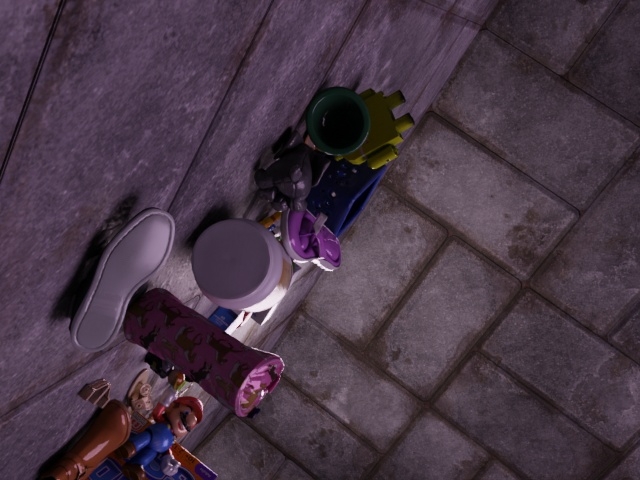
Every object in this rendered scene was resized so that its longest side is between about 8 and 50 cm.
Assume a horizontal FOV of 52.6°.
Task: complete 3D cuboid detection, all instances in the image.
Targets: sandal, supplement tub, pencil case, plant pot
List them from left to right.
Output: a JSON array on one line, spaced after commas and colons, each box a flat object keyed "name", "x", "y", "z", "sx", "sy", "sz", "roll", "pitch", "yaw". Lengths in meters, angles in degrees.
[{"name": "sandal", "x": -0.546, "y": 0.493, "z": 1.976, "sx": 0.240, "sy": 0.079, "sz": 0.088, "roll": -59, "pitch": 170, "yaw": 28}, {"name": "pencil case", "x": -0.275, "y": 0.248, "z": 1.488, "sx": 0.160, "sy": 0.385, "sz": 0.167, "roll": -41, "pitch": 147, "yaw": -41}, {"name": "supplement tub", "x": -0.199, "y": 0.067, "z": 1.678, "sx": 0.228, "sy": 0.228, "sz": 0.316, "roll": -53, "pitch": 171, "yaw": -4}, {"name": "sandal", "x": -0.002, "y": -0.015, "z": 1.866, "sx": 0.102, "sy": 0.170, "sz": 0.416, "roll": -12, "pitch": 167, "yaw": 18}, {"name": "plant pot", "x": 0.042, "y": -0.172, "z": 2.085, "sx": 0.236, "sy": 0.212, "sz": 0.236, "roll": -45, "pitch": 168, "yaw": -40}]

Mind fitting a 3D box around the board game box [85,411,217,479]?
[{"name": "board game box", "x": -0.615, "y": 0.846, "z": 2.055, "sx": 0.357, "sy": 0.356, "sz": 0.356, "roll": -60, "pitch": 170, "yaw": 33}]

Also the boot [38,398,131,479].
[{"name": "boot", "x": -0.645, "y": 0.569, "z": 1.746, "sx": 0.283, "sy": 0.109, "sz": 0.220, "roll": -50, "pitch": 170, "yaw": 24}]

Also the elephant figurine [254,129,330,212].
[{"name": "elephant figurine", "x": -0.062, "y": -0.205, "z": 1.708, "sx": 0.240, "sy": 0.185, "sz": 0.169, "roll": -60, "pitch": 143, "yaw": -34}]

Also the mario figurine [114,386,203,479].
[{"name": "mario figurine", "x": -0.471, "y": 0.593, "z": 2.010, "sx": 0.320, "sy": 0.170, "sz": 0.198, "roll": -37, "pitch": 149, "yaw": -52}]

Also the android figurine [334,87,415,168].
[{"name": "android figurine", "x": 0.145, "y": -0.336, "z": 1.956, "sx": 0.272, "sy": 0.248, "sz": 0.056, "roll": -29, "pitch": 157, "yaw": 23}]

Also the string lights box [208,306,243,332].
[{"name": "string lights box", "x": -0.373, "y": 0.327, "z": 2.260, "sx": 0.260, "sy": 0.076, "sz": 0.133, "roll": -49, "pitch": 170, "yaw": -31}]

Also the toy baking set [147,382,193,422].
[{"name": "toy baking set", "x": -0.579, "y": 0.614, "z": 2.423, "sx": 0.256, "sy": 0.030, "sz": 0.197, "roll": -44, "pitch": 178, "yaw": -11}]

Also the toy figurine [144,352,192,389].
[{"name": "toy figurine", "x": -0.393, "y": 0.328, "z": 1.926, "sx": 0.210, "sy": 0.148, "sz": 0.213, "roll": -53, "pitch": 172, "yaw": -5}]

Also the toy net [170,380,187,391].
[{"name": "toy net", "x": -0.469, "y": 0.463, "z": 2.384, "sx": 0.232, "sy": 0.045, "sz": 0.122, "roll": -51, "pitch": 171, "yaw": -21}]

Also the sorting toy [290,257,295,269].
[{"name": "sorting toy", "x": -0.184, "y": 0.106, "z": 2.284, "sx": 0.126, "sy": 0.127, "sz": 0.365, "roll": -51, "pitch": 172, "yaw": 21}]

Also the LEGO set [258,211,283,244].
[{"name": "LEGO set", "x": -0.135, "y": -0.044, "z": 2.042, "sx": 0.093, "sy": 0.087, "sz": 0.227, "roll": -38, "pitch": 171, "yaw": -2}]

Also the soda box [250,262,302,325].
[{"name": "soda box", "x": -0.196, "y": 0.205, "z": 2.663, "sx": 0.286, "sy": 0.098, "sz": 0.091, "roll": -56, "pitch": 171, "yaw": 18}]

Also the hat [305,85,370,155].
[{"name": "hat", "x": 0.041, "y": -0.327, "z": 1.796, "sx": 0.172, "sy": 0.209, "sz": 0.183, "roll": -20, "pitch": -162, "yaw": -1}]

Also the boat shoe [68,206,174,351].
[{"name": "boat shoe", "x": -0.375, "y": 0.058, "z": 1.189, "sx": 0.114, "sy": 0.091, "sz": 0.303, "roll": 32, "pitch": 97, "yaw": -37}]

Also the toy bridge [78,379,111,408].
[{"name": "toy bridge", "x": -0.564, "y": 0.387, "z": 1.652, "sx": 0.063, "sy": 0.026, "sz": 0.188, "roll": -52, "pitch": 172, "yaw": -19}]

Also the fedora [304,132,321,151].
[{"name": "fedora", "x": 0.025, "y": -0.313, "z": 1.887, "sx": 0.194, "sy": 0.079, "sz": 0.194, "roll": -52, "pitch": 172, "yaw": -11}]

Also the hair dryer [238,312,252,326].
[{"name": "hair dryer", "x": -0.259, "y": 0.224, "z": 2.460, "sx": 0.294, "sy": 0.080, "sz": 0.223, "roll": -55, "pitch": 172, "yaw": 8}]
